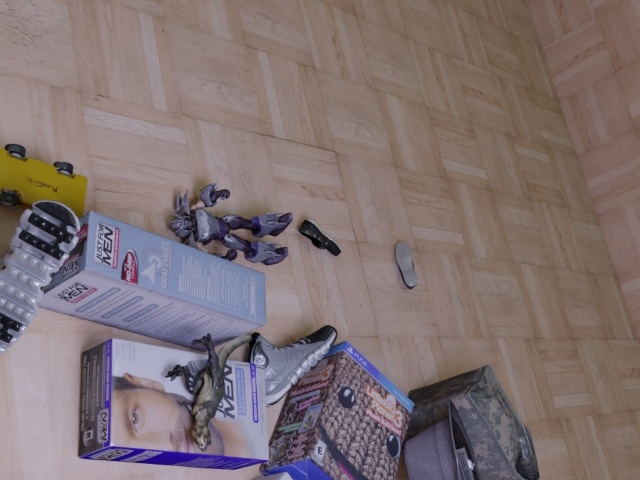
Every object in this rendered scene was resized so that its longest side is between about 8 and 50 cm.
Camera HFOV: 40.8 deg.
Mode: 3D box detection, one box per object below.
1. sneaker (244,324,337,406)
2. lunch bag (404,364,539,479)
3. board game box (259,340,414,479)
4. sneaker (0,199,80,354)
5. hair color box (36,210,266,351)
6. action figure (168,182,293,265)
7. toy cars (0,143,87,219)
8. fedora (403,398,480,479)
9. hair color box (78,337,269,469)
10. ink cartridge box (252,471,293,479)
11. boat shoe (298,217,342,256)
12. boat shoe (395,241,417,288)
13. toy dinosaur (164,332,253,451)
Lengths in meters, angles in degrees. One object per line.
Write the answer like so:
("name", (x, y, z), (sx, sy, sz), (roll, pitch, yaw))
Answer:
("sneaker", (-0.073, 0.219, 1.755), (0.132, 0.086, 0.229), (49, 60, -4))
("lunch bag", (0.344, 0.465, 1.992), (0.287, 0.235, 0.169), (60, 35, -4))
("board game box", (0.042, 0.400, 1.766), (0.232, 0.141, 0.291), (44, 42, -22))
("sneaker", (-0.476, 0.069, 1.344), (0.110, 0.118, 0.292), (38, 83, -14))
("hair color box", (-0.297, 0.084, 1.530), (0.375, 0.185, 0.113), (22, 53, -40))
("action figure", (-0.193, -0.023, 1.785), (0.285, 0.099, 0.185), (9, 71, -41))
("toy cars", (-0.555, -0.044, 1.399), (0.394, 0.087, 0.176), (-40, 111, -47))
("fedora", (0.247, 0.470, 1.785), (0.275, 0.124, 0.243), (60, 20, -45))
("hair color box", (-0.251, 0.297, 1.525), (0.339, 0.110, 0.185), (17, 58, -40))
("ink cartridge box", (-0.101, 0.560, 1.543), (0.172, 0.100, 0.237), (56, 39, -9))
("boat shoe", (-0.001, 0.000, 2.032), (0.133, 0.049, 0.042), (42, 70, -34))
("boat shoe", (0.224, 0.066, 2.250), (0.046, 0.038, 0.125), (-14, 69, -9))
("toy dinosaur", (-0.196, 0.233, 1.491), (0.118, 0.064, 0.268), (56, 35, -31))
